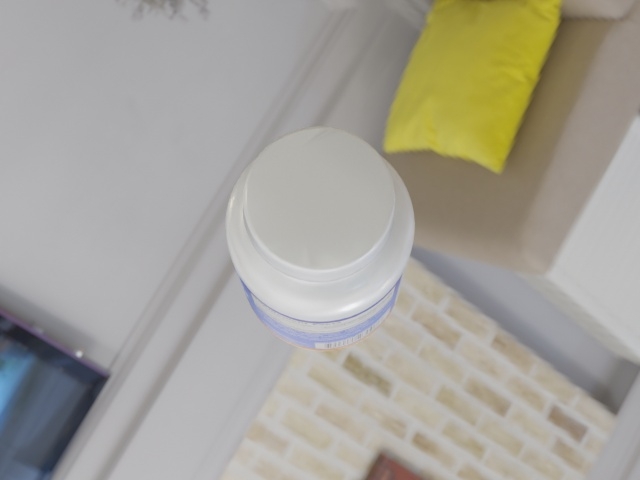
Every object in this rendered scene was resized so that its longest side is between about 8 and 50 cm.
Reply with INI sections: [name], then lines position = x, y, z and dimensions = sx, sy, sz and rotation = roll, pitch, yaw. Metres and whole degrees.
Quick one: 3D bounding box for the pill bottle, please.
[pill bottle]
position = 0.000, 0.000, 0.975
dimensions = 0.152, 0.152, 0.272
rotation = 29, 168, 8
